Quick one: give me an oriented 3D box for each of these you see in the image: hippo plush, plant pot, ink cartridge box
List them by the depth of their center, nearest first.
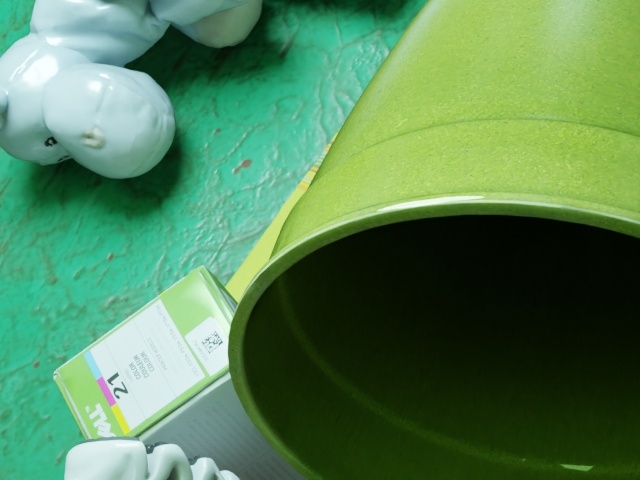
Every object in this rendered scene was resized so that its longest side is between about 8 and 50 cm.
[{"bbox_3d":[0.161,-0.031,0.958,0.366,0.366,0.353,-3,48,22],"label":"plant pot"},{"bbox_3d":[-0.129,0.164,1.036,0.255,0.189,0.097,-35,51,0],"label":"ink cartridge box"},{"bbox_3d":[-0.210,-0.184,1.256,0.294,0.234,0.236,19,76,19],"label":"hippo plush"}]

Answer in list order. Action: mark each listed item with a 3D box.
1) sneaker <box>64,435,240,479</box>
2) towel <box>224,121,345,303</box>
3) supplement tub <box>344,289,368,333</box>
[{"bbox_3d":[-0.036,0.215,0.932,0.110,0.292,0.118,-27,49,54],"label":"sneaker"},{"bbox_3d":[0.000,0.000,1.190,0.102,0.021,0.237,25,74,39],"label":"towel"},{"bbox_3d":[0.014,0.074,1.080,0.071,0.107,0.071,-11,57,17],"label":"supplement tub"}]
